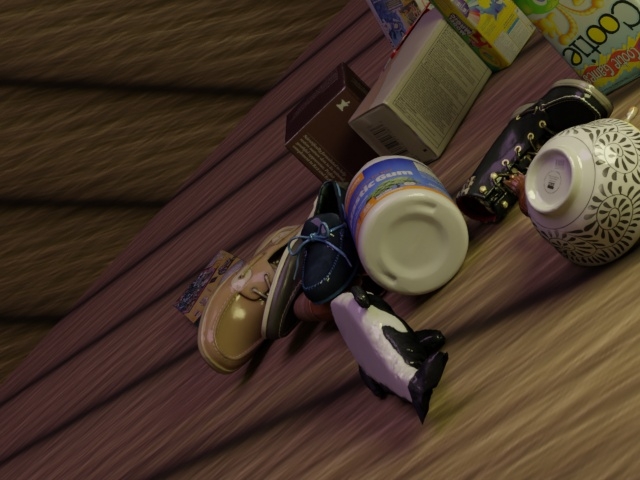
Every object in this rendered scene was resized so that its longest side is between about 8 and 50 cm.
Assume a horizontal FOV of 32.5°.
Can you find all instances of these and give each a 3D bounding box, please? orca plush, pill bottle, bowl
[{"bbox_3d":[0.107,0.118,1.349,0.102,0.151,0.287,-18,8,-14],"label":"orca plush"},{"bbox_3d":[0.114,-0.036,1.590,0.152,0.152,0.272,-44,17,9],"label":"pill bottle"},{"bbox_3d":[0.280,-0.060,1.217,0.170,0.080,0.170,-18,67,53],"label":"bowl"}]

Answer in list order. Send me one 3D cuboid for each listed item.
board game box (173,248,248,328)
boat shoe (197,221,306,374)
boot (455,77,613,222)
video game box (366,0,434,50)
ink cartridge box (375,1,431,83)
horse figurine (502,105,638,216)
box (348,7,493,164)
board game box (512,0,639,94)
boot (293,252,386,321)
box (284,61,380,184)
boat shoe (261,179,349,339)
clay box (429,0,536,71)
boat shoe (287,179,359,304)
[{"bbox_3d":[-0.219,0.104,2.288,0.165,0.042,0.243,-49,17,-7],"label":"board game box"},{"bbox_3d":[-0.095,0.083,1.887,0.110,0.121,0.341,-29,23,48],"label":"boat shoe"},{"bbox_3d":[0.282,-0.113,1.470,0.179,0.085,0.236,-53,9,-15],"label":"boot"},{"bbox_3d":[0.192,-0.461,2.322,0.048,0.187,0.205,-37,13,-17],"label":"video game box"},{"bbox_3d":[0.187,-0.363,2.181,0.134,0.078,0.231,-55,-1,-26],"label":"ink cartridge box"},{"bbox_3d":[0.333,-0.086,1.317,0.263,0.066,0.174,-31,17,36],"label":"horse figurine"},{"bbox_3d":[0.199,-0.285,1.976,0.121,0.148,0.311,-22,28,55],"label":"box"},{"bbox_3d":[0.363,-0.359,1.501,0.142,0.275,0.144,-30,23,45],"label":"board game box"},{"bbox_3d":[0.058,0.050,1.699,0.152,0.073,0.197,-15,36,50],"label":"boot"},{"bbox_3d":[0.044,-0.216,2.154,0.167,0.168,0.203,-42,17,15],"label":"box"},{"bbox_3d":[0.002,0.031,1.810,0.112,0.095,0.335,88,-158,-51],"label":"boat shoe"},{"bbox_3d":[0.282,-0.424,1.952,0.127,0.222,0.053,-53,18,-23],"label":"clay box"},{"bbox_3d":[0.000,0.000,1.671,0.109,0.089,0.258,-27,25,18],"label":"boat shoe"}]
